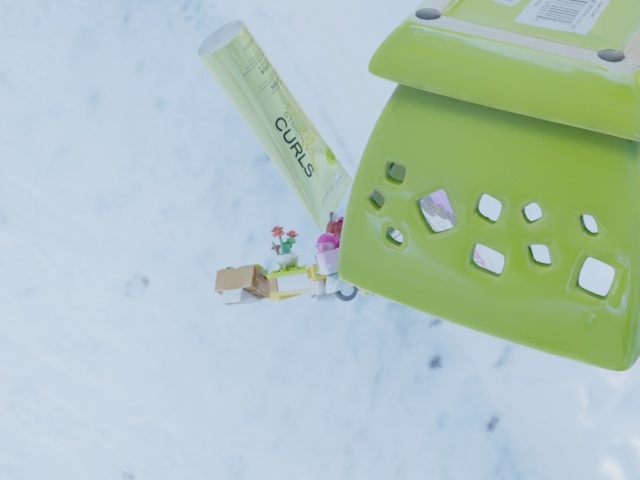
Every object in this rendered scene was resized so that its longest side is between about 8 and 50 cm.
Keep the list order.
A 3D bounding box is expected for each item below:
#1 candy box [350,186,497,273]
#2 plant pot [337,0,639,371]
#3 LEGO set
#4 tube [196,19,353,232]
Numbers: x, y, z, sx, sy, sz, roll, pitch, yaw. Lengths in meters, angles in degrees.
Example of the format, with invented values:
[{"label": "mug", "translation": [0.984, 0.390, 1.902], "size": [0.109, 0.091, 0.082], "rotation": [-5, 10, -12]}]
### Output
[{"label": "candy box", "translation": [0.146, 0.005, 1.725], "size": [0.070, 0.196, 0.165], "rotation": [-41, 144, 20]}, {"label": "plant pot", "translation": [0.159, -0.077, 0.919], "size": [0.228, 0.227, 0.207], "rotation": [-47, 146, -47]}, {"label": "LEGO set", "translation": [0.000, 0.000, 1.234], "size": [0.132, 0.287, 0.107], "rotation": [-9, 91, -27]}, {"label": "tube", "translation": [-0.041, -0.126, 1.406], "size": [0.070, 0.062, 0.240], "rotation": [-37, 116, -4]}]
